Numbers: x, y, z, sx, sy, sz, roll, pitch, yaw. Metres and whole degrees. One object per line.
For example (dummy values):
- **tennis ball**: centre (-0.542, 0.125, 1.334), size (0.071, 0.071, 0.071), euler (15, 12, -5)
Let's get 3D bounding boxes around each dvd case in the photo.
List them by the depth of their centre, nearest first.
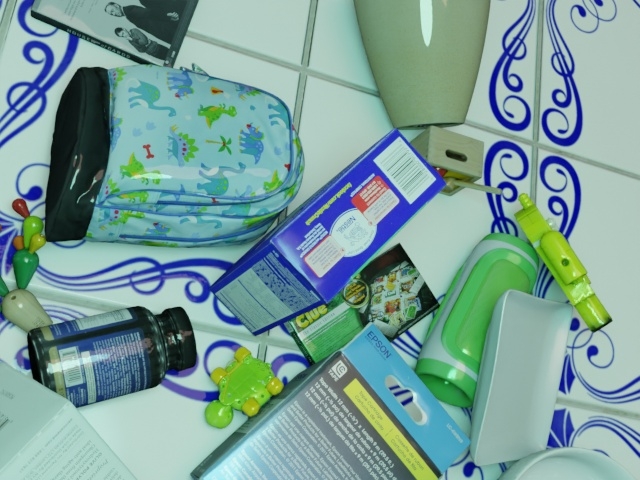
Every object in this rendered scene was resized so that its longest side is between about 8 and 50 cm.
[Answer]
- **dvd case**: centre (-0.334, -0.399, 1.376), size (0.238, 0.029, 0.179), euler (22, 68, -15)

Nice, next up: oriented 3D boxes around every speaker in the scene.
- **speaker**: centre (0.272, 0.132, 1.419), size (0.131, 0.131, 0.297), euler (36, 65, -9)

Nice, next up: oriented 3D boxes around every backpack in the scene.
- **backpack**: centre (-0.203, -0.120, 1.245), size (0.355, 0.273, 0.290), euler (18, 54, -30)

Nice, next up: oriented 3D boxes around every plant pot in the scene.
- **plant pot**: centre (0.188, -0.341, 1.476), size (0.256, 0.256, 0.274), euler (-5, 92, -24)

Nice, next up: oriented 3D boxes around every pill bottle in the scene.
- **pill bottle**: centre (-0.294, 0.162, 1.175), size (0.219, 0.123, 0.123), euler (-11, 79, -25)

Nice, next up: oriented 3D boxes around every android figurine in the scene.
- **android figurine**: centre (0.431, 0.036, 1.474), size (0.056, 0.248, 0.273), euler (-32, 72, 14)

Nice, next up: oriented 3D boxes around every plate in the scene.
- **plate**: centre (0.328, 0.227, 1.372), size (0.277, 0.045, 0.278), euler (14, 87, -52)

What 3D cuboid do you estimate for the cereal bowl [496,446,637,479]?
- **cereal bowl**: centre (0.390, 0.512, 1.346), size (0.338, 0.141, 0.339), euler (7, 72, -21)

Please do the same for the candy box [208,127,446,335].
- **candy box**: centre (0.000, 0.000, 1.237), size (0.268, 0.317, 0.122), euler (-43, 95, -26)

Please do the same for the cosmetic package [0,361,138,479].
- **cosmetic package**: centre (-0.299, 0.341, 0.998), size (0.155, 0.196, 0.366), euler (-48, 128, -27)

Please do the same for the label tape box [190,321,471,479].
- **label tape box**: centre (0.018, 0.330, 1.243), size (0.347, 0.115, 0.249), euler (-40, 92, -22)

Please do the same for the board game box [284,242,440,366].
- **board game box**: centre (0.073, 0.122, 1.393), size (0.259, 0.030, 0.136), euler (-31, 90, -27)

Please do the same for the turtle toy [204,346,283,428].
- **turtle toy**: centre (-0.123, 0.232, 1.257), size (0.095, 0.066, 0.130), euler (41, 64, 19)

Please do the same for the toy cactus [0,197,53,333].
- **toy cactus**: centre (-0.449, 0.061, 1.163), size (0.180, 0.112, 0.219), euler (47, 54, -15)

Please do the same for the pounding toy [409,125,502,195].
- **pounding toy**: centre (0.233, -0.126, 1.475), size (0.141, 0.130, 0.100), euler (14, 70, -18)
